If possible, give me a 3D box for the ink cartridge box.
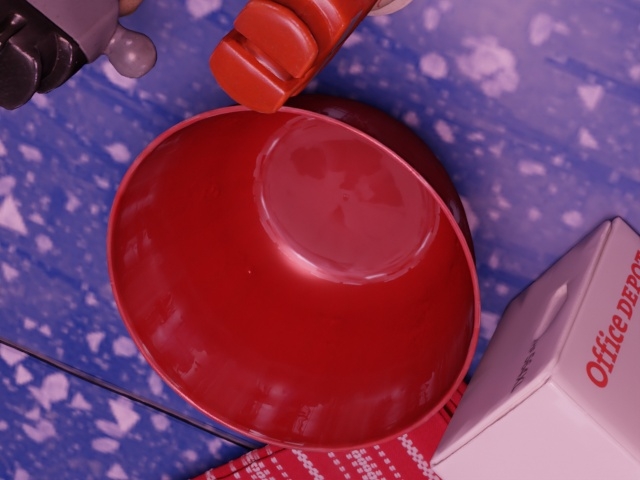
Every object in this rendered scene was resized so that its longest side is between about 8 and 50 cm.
[{"bbox_3d":[0.165,0.110,0.816,0.203,0.148,0.086,43,125,-6],"label":"ink cartridge box"}]

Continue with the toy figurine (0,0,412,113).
[{"bbox_3d":[-0.068,-0.167,0.756,0.209,0.148,0.213,0,120,27],"label":"toy figurine"}]

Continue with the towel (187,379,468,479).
[{"bbox_3d":[0.014,0.190,0.986,0.275,0.031,0.199,-27,108,32],"label":"towel"}]

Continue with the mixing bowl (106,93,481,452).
[{"bbox_3d":[0.000,0.000,0.844,0.181,0.098,0.181,9,120,16],"label":"mixing bowl"}]
